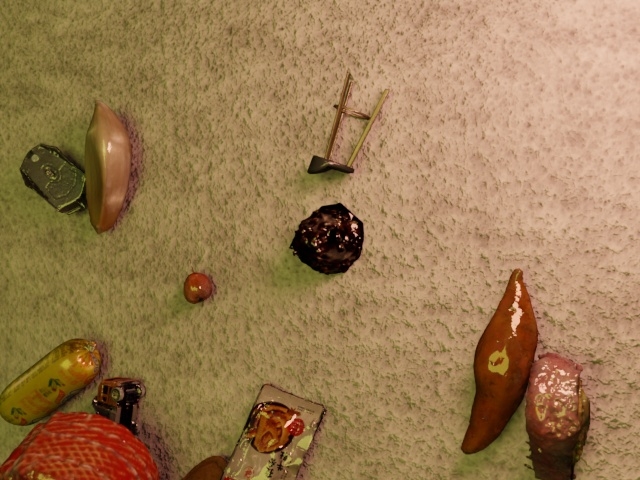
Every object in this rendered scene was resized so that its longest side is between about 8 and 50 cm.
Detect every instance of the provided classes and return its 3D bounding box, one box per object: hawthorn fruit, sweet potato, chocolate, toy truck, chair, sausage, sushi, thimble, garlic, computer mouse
[{"bbox_3d":[-0.286,0.093,1.688,0.066,0.067,0.103,-32,62,21],"label":"hawthorn fruit"},{"bbox_3d":[0.332,0.227,1.349,0.112,0.112,0.359,11,88,26],"label":"sweet potato"},{"bbox_3d":[0.000,0.000,1.513,0.156,0.133,0.156,-1,88,24],"label":"chocolate"},{"bbox_3d":[-0.483,0.418,1.748,0.092,0.083,0.192,7,91,31],"label":"toy truck"},{"bbox_3d":[0.055,-0.224,1.524,0.095,0.104,0.222,24,95,8],"label":"chair"},{"bbox_3d":[-0.668,0.353,1.820,0.347,0.123,0.123,-37,72,20],"label":"sausage"},{"bbox_3d":[0.405,0.317,1.275,0.107,0.161,0.241,5,88,25],"label":"sushi"},{"bbox_3d":[-0.529,0.557,1.615,0.350,0.230,0.350,5,116,10],"label":"thimble"},{"bbox_3d":[-0.515,-0.171,1.787,0.143,0.112,0.318,21,103,48],"label":"garlic"},{"bbox_3d":[-0.664,-0.156,1.884,0.231,0.071,0.126,37,88,13],"label":"computer mouse"}]

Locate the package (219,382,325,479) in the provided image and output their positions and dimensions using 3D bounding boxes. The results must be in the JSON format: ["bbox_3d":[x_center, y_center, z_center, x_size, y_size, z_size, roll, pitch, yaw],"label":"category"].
[{"bbox_3d":[-0.098,0.432,1.542,0.154,0.030,0.239,18,72,18],"label":"package"}]

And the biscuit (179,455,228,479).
[{"bbox_3d":[-0.274,0.599,1.571,0.257,0.049,0.273,-35,32,25],"label":"biscuit"}]
